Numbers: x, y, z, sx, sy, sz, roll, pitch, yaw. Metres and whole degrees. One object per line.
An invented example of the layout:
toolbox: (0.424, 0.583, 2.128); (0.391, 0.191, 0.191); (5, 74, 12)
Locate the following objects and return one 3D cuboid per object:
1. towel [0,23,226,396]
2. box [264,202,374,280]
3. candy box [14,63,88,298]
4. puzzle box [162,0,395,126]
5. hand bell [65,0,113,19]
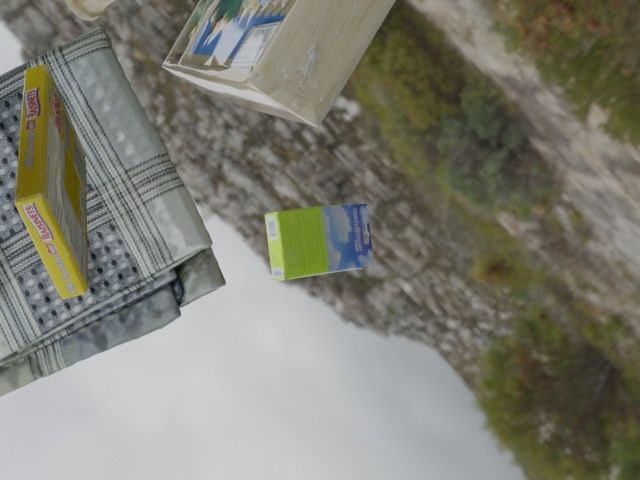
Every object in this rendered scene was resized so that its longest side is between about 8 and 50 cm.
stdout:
towel: (-0.298, -0.022, 1.119); (0.324, 0.312, 0.056); (63, -177, 0)
box: (0.000, 0.000, 1.655); (0.178, 0.109, 0.042); (-7, -179, -36)
candy box: (-0.225, -0.055, 0.878); (0.206, 0.027, 0.105); (-107, -1, -51)
puzzle box: (-0.005, -0.227, 0.768); (0.052, 0.272, 0.409); (31, -179, -19)
hand bell: (-0.247, -0.395, 1.504); (0.242, 0.126, 0.126); (0, 161, 25)
